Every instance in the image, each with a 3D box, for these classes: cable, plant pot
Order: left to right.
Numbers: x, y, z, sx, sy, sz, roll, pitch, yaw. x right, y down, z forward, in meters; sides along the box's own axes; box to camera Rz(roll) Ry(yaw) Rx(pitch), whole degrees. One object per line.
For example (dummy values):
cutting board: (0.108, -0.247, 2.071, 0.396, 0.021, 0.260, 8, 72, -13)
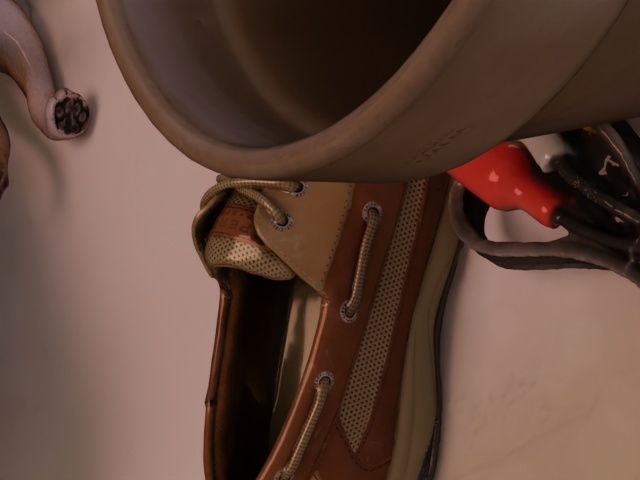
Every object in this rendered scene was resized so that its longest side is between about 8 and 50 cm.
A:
plant pot: (0.102, -0.170, 0.713, 0.323, 0.280, 0.323, -13, 74, 56)
cable: (0.125, -0.010, 0.827, 0.139, 0.072, 0.287, -59, 37, 22)

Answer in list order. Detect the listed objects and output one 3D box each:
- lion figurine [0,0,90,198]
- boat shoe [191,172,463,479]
lion figurine: (-0.258, -0.234, 1.288, 0.240, 0.142, 0.392, 20, 106, 57)
boat shoe: (0.000, 0.000, 0.959, 0.123, 0.120, 0.324, -2, 85, 50)
